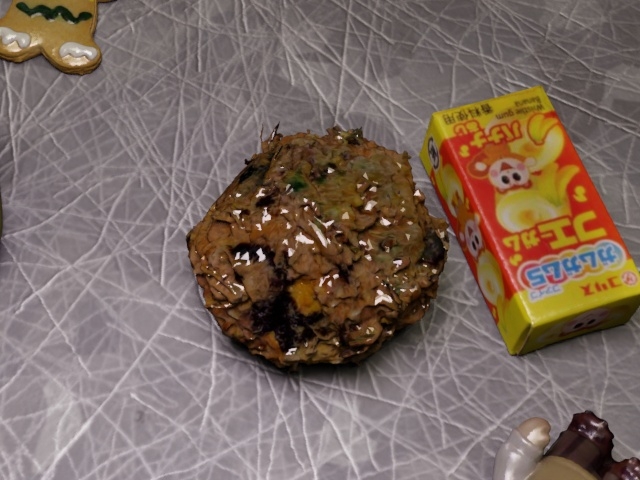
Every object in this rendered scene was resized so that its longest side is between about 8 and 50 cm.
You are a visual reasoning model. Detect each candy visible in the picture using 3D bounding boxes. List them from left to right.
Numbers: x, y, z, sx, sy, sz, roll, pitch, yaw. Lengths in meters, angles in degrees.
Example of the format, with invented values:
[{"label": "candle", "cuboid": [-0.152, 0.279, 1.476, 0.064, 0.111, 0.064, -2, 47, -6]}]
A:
[{"label": "candy", "cuboid": [0.226, -0.025, 1.388, 0.146, 0.088, 0.276, -14, 64, -13]}]

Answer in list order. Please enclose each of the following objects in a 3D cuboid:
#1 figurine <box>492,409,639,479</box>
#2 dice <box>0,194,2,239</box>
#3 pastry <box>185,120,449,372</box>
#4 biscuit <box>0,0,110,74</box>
[{"label": "figurine", "cuboid": [0.175, 0.291, 1.144, 0.365, 0.206, 0.218, -35, 84, -23]}, {"label": "dice", "cuboid": [-0.459, -0.090, 1.291, 0.238, 0.227, 0.233, -11, 61, -9]}, {"label": "pastry", "cuboid": [0.000, 0.000, 1.295, 0.275, 0.193, 0.275, 3, 60, -5]}, {"label": "biscuit", "cuboid": [-0.313, -0.307, 1.529, 0.158, 0.035, 0.240, 8, 61, -3]}]
